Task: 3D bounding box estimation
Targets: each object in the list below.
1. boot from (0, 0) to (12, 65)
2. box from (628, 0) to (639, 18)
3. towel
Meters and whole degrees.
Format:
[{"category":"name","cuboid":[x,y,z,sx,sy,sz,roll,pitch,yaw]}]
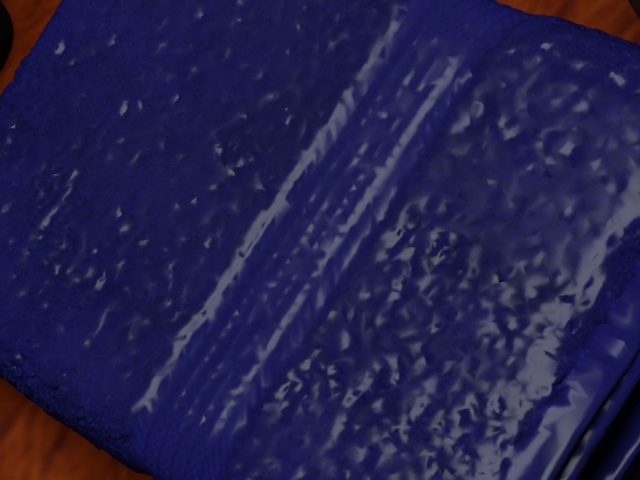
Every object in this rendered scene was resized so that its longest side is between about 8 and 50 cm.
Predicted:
[{"category":"boot","cuboid":[-0.317,-0.196,0.883,0.348,0.260,0.131,17,65,32]},{"category":"box","cuboid":[0.219,-0.192,0.700,0.247,0.142,0.163,-7,71,21]},{"category":"towel","cuboid":[0.000,0.000,0.713,0.308,0.076,0.228,28,79,34]}]
